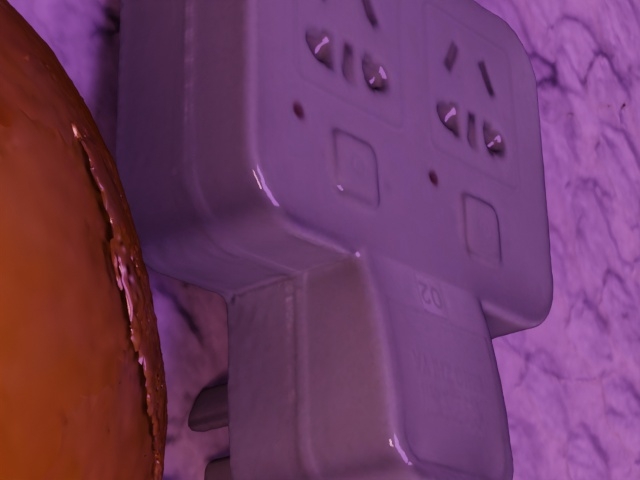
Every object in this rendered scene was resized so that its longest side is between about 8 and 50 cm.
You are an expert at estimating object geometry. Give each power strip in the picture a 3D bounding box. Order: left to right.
[{"bbox_3d":[0.000,0.000,0.780,0.229,0.141,0.261,22,59,-46],"label":"power strip"}]

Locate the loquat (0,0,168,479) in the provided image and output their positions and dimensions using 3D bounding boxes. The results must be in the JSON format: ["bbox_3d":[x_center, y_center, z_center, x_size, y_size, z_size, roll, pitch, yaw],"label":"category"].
[{"bbox_3d":[-0.162,0.027,0.474,0.263,0.263,0.263,2,88,-48],"label":"loquat"}]
